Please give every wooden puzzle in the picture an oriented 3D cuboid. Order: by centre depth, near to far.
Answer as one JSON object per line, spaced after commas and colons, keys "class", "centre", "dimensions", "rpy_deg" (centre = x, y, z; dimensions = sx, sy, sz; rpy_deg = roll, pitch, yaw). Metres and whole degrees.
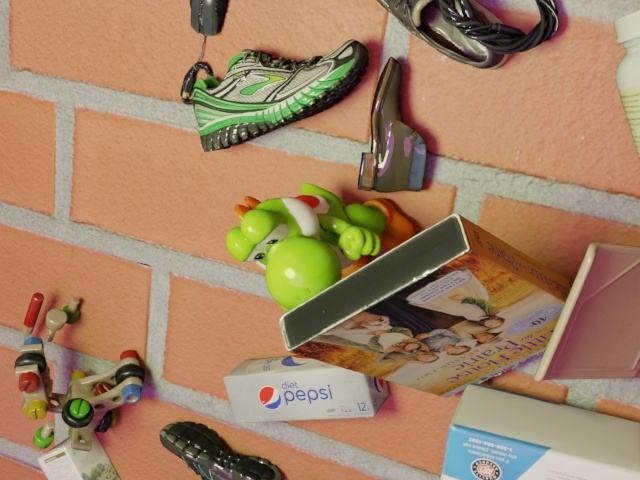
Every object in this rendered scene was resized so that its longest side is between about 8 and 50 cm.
{"class": "wooden puzzle", "centre": [0.425, 0.104, 1.235], "dimensions": [0.044, 0.239, 0.221], "rpy_deg": [43, 124, 49]}

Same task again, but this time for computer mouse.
{"class": "computer mouse", "centre": [-0.213, -0.352, 1.482], "dimensions": [0.071, 0.041, 0.242], "rpy_deg": [21, 112, 17]}

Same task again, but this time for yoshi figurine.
{"class": "yoshi figurine", "centre": [0.007, 0.027, 1.294], "dimensions": [0.203, 0.362, 0.203], "rpy_deg": [15, 100, 32]}

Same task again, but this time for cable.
{"class": "cable", "centre": [0.262, -0.342, 1.225], "dimensions": [0.184, 0.150, 0.047], "rpy_deg": [30, 156, -4]}

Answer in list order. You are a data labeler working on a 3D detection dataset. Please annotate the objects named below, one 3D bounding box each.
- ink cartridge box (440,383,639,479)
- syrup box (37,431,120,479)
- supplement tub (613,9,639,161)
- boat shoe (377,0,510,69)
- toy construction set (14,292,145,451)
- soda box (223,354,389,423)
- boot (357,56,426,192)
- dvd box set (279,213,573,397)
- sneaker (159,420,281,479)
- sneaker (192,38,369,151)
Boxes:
{"class": "ink cartridge box", "centre": [0.332, 0.464, 1.353], "dimensions": [0.286, 0.166, 0.394], "rpy_deg": [11, 110, 16]}
{"class": "syrup box", "centre": [-0.496, 0.536, 1.820], "dimensions": [0.096, 0.093, 0.237], "rpy_deg": [-28, 92, 28]}
{"class": "supplement tub", "centre": [0.525, -0.164, 1.095], "dimensions": [0.235, 0.235, 0.324], "rpy_deg": [-16, 97, 27]}
{"class": "boat shoe", "centre": [0.165, -0.359, 1.282], "dimensions": [0.285, 0.092, 0.103], "rpy_deg": [42, 115, 8]}
{"class": "toy construction set", "centre": [-0.526, 0.291, 1.718], "dimensions": [0.309, 0.257, 0.237], "rpy_deg": [54, 132, 25]}
{"class": "soda box", "centre": [-0.027, 0.265, 1.538], "dimensions": [0.286, 0.091, 0.098], "rpy_deg": [-9, 101, 26]}
{"class": "boot", "centre": [0.130, -0.181, 1.372], "dimensions": [0.106, 0.082, 0.219], "rpy_deg": [11, 105, -2]}
{"class": "dvd box set", "centre": [0.190, 0.118, 1.242], "dimensions": [0.308, 0.420, 0.062], "rpy_deg": [-32, 55, 27]}
{"class": "sneaker", "centre": [-0.209, 0.453, 1.667], "dimensions": [0.267, 0.101, 0.106], "rpy_deg": [26, 115, 16]}
{"class": "sneaker", "centre": [-0.080, -0.259, 1.396], "dimensions": [0.344, 0.134, 0.146], "rpy_deg": [-17, 96, 27]}
